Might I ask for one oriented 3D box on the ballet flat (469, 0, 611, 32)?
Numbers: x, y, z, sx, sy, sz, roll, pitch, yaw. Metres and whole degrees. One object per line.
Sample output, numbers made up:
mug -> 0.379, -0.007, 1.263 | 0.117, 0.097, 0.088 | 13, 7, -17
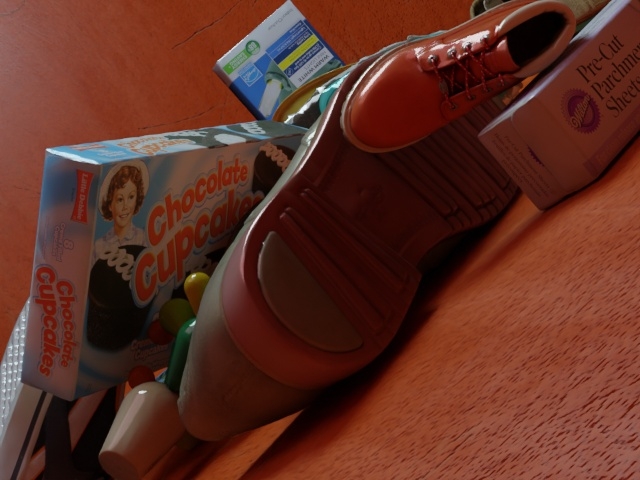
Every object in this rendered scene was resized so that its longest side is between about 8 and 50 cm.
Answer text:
ballet flat -> 0.254, -0.288, 1.791 | 0.116, 0.124, 0.342 | -42, 5, -13

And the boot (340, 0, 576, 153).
boot -> 0.085, -0.105, 0.950 | 0.158, 0.059, 0.084 | -32, 10, -5

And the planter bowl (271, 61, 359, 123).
planter bowl -> 0.057, -0.121, 1.804 | 0.217, 0.090, 0.217 | -13, -21, -5

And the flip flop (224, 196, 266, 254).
flip flop -> 0.000, 0.000, 1.329 | 0.080, 0.112, 0.277 | -59, -6, 28

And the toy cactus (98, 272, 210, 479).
toy cactus -> -0.096, 0.107, 1.120 | 0.219, 0.112, 0.180 | -39, 13, 49

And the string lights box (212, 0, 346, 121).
string lights box -> -0.009, -0.177, 2.055 | 0.133, 0.259, 0.077 | -42, 4, -7

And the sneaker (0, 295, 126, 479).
sneaker -> -0.239, 0.202, 1.300 | 0.126, 0.127, 0.321 | 15, 80, 63

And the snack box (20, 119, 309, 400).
snack box -> -0.117, 0.005, 1.274 | 0.322, 0.060, 0.187 | -16, -62, -59

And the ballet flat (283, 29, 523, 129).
ballet flat -> 0.014, -0.071, 1.531 | 0.409, 0.147, 0.147 | -32, 3, -6

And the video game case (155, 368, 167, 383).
video game case -> -0.095, 0.102, 1.580 | 0.285, 0.025, 0.204 | -40, 5, 5

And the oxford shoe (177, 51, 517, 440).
oxford shoe -> 0.017, -0.011, 1.043 | 0.146, 0.140, 0.397 | -46, -1, 39

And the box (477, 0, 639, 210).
box -> 0.222, -0.141, 1.006 | 0.324, 0.067, 0.063 | -43, 5, -35
